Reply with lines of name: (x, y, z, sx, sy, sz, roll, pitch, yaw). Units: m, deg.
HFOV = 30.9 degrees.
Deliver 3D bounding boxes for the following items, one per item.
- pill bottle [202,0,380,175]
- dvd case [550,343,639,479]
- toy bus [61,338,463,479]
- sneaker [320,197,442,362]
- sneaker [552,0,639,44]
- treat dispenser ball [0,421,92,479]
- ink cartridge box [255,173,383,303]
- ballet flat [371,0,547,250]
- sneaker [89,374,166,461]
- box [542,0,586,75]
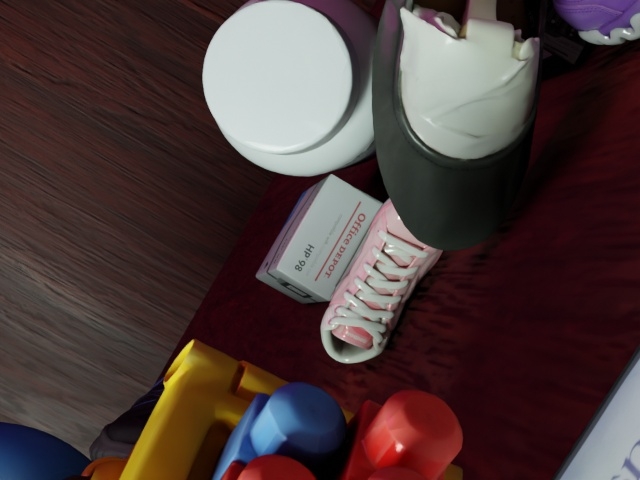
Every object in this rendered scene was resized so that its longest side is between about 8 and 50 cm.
pill bottle: (-0.008, -0.145, 1.072, 0.169, 0.169, 0.301, -58, -7, 10)
dvd case: (0.090, 0.094, 0.244, 0.180, 0.022, 0.253, -59, 7, 5)
toy bus: (-0.032, 0.141, 0.361, 0.211, 0.149, 0.220, -56, 9, 43)
sneaker: (0.040, 0.030, 0.745, 0.134, 0.051, 0.070, -58, 8, 42)
sneaker: (0.162, -0.184, 0.542, 0.095, 0.105, 0.236, -66, 6, -26)
treat dispenser ball: (-0.313, 0.314, 1.075, 0.288, 0.288, 0.288, -58, 7, 12)
ink cartridge box: (0.000, 0.000, 1.088, 0.104, 0.060, 0.180, -60, 7, -10)
ballet flat: (0.080, -0.133, 0.623, 0.096, 0.095, 0.280, -110, 24, -87)
sneaker: (-0.114, 0.157, 0.999, 0.139, 0.125, 0.341, -56, 9, -10)
box: (0.160, -0.226, 0.831, 0.242, 0.076, 0.307, -61, 6, -2)
